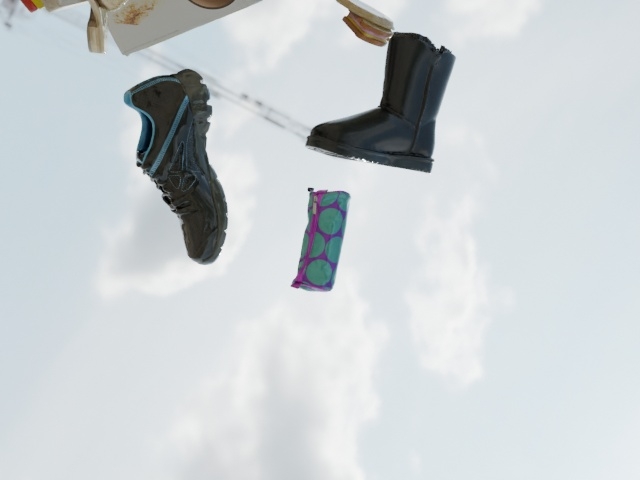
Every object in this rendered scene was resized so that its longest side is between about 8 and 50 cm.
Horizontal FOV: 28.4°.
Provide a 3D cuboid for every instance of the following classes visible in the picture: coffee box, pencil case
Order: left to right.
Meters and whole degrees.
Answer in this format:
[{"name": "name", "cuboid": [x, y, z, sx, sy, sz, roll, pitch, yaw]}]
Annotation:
[{"name": "coffee box", "cuboid": [-0.259, -0.607, 2.441, 0.338, 0.334, 0.338, -16, -157, 26]}, {"name": "pencil case", "cuboid": [0.000, 0.000, 1.835, 0.064, 0.070, 0.151, 7, -94, 41]}]

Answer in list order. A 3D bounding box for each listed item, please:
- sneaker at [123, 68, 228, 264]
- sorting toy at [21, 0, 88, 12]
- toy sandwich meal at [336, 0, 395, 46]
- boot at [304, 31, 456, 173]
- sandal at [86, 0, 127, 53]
[{"name": "sneaker", "cuboid": [-0.251, -0.117, 2.173, 0.125, 0.140, 0.340, 10, -68, 61]}, {"name": "sorting toy", "cuboid": [-0.453, -0.480, 2.007, 0.089, 0.255, 0.257, -23, -171, 18]}, {"name": "toy sandwich meal", "cuboid": [0.047, -0.243, 1.396, 0.029, 0.086, 0.085, -61, -146, 16]}, {"name": "boot", "cuboid": [0.093, -0.218, 1.927, 0.094, 0.246, 0.207, 15, -83, 53]}, {"name": "sandal", "cuboid": [-0.278, -0.343, 1.706, 0.240, 0.079, 0.088, 98, -7, -56]}]
